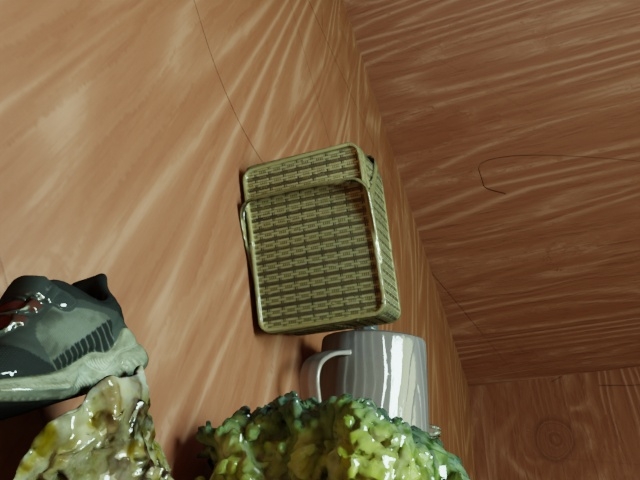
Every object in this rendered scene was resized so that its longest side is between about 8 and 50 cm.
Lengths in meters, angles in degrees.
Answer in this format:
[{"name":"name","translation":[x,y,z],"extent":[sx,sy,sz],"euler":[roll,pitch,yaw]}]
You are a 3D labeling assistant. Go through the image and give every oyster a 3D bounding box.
[{"name":"oyster","translation":[-0.183,0.227,0.480],"extent":[0.214,0.084,0.222],"euler":[-52,150,-62]}]

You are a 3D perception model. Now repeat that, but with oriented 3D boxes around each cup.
[{"name":"cup","translation":[0.068,0.310,1.092],"extent":[0.208,0.289,0.272],"euler":[144,-46,-61]}]

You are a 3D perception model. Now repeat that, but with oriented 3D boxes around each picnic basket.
[{"name":"picnic basket","translation":[0.000,0.000,1.039],"extent":[0.175,0.228,0.312],"euler":[33,49,-69]}]

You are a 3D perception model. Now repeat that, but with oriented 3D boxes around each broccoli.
[{"name":"broccoli","translation":[0.015,0.341,0.682],"extent":[0.293,0.348,0.280],"euler":[59,36,-33]}]

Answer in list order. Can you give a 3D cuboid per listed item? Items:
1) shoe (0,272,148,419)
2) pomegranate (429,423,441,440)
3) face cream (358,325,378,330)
[{"name":"shoe","translation":[-0.235,0.083,0.494],"extent":[0.227,0.099,0.112],"euler":[18,55,-74]},{"name":"pomegranate","translation":[0.152,0.411,1.266],"extent":[0.180,0.210,0.179],"euler":[4,90,-76]},{"name":"face cream","translation":[0.133,0.339,1.475],"extent":[0.144,0.071,0.290],"euler":[40,41,-63]}]
